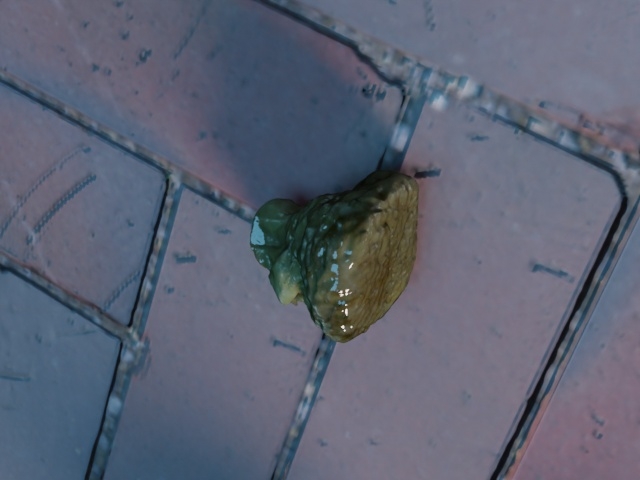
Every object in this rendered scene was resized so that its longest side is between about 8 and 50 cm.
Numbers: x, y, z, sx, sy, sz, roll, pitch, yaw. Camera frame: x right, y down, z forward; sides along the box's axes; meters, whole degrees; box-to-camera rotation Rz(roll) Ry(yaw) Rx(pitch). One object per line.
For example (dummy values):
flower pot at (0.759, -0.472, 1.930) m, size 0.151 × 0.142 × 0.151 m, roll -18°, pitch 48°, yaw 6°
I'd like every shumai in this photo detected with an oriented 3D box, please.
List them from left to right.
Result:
shumai at (0.000, 0.000, 0.562) m, size 0.080 × 0.082 × 0.083 m, roll 18°, pitch 92°, yaw 24°
